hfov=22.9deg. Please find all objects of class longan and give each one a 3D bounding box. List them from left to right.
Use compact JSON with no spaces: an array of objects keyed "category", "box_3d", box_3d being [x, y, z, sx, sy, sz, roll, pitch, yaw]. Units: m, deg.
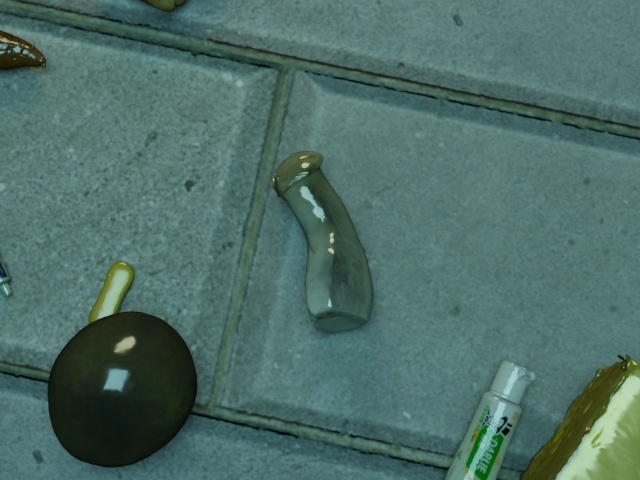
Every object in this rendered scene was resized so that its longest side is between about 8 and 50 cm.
[{"category":"longan","box_3d":[-0.232,0.174,1.838,0.167,0.167,0.187,33,104,6]}]

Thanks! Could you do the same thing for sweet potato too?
[{"category":"sweet potato","box_3d":[-0.465,-0.252,1.955,0.264,0.057,0.057,15,82,2]}]

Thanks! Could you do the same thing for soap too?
[{"category":"soap","box_3d":[-0.254,0.068,1.923,0.034,0.012,0.089,23,82,4]}]

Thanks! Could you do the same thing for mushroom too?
[{"category":"mushroom","box_3d":[0.004,-0.002,1.898,0.092,0.081,0.223,-9,77,-21]}]

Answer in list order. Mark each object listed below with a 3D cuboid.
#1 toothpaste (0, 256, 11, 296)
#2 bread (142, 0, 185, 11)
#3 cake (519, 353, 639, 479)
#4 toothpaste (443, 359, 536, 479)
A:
[{"category":"toothpaste","box_3d":[-0.412,0.008,1.931,0.037,0.021,0.140,-28,80,-3]},{"category":"bread","box_3d":[-0.171,-0.398,1.961,0.134,0.081,0.225,36,84,7]},{"category":"cake","box_3d":[0.358,0.270,1.742,0.222,0.286,0.227,34,83,6]},{"category":"toothpaste","box_3d":[0.172,0.292,1.865,0.058,0.056,0.314,18,83,44]}]
